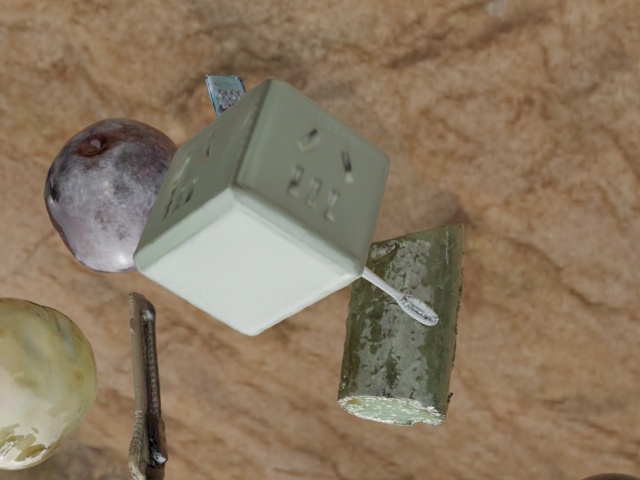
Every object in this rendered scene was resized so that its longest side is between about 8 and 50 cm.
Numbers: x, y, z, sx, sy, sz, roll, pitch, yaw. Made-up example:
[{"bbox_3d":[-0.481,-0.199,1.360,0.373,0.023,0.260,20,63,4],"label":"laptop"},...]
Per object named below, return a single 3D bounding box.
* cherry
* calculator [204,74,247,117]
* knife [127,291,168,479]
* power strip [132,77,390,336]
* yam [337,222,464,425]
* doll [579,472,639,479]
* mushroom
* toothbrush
[{"bbox_3d":[-0.244,-0.061,1.577,0.195,0.195,0.195,9,145,6],"label":"cherry"},{"bbox_3d":[-0.090,-0.119,1.515,0.057,0.172,0.018,-3,159,-42],"label":"calculator"},{"bbox_3d":[-0.271,0.229,2.012,0.043,0.365,0.089,-17,141,12],"label":"knife"},{"bbox_3d":[-0.067,-0.014,1.117,0.139,0.140,0.224,33,140,-23],"label":"power strip"},{"bbox_3d":[0.121,0.114,1.891,0.168,0.304,0.168,6,168,1],"label":"yam"},{"bbox_3d":[0.375,0.433,1.783,0.186,0.198,0.322,48,133,-6],"label":"doll"},{"bbox_3d":[-0.251,0.118,1.060,0.112,0.148,0.148,-11,139,33],"label":"mushroom"},{"bbox_3d":[0.000,0.000,1.282,0.286,0.020,0.025,35,172,-1],"label":"toothbrush"}]
